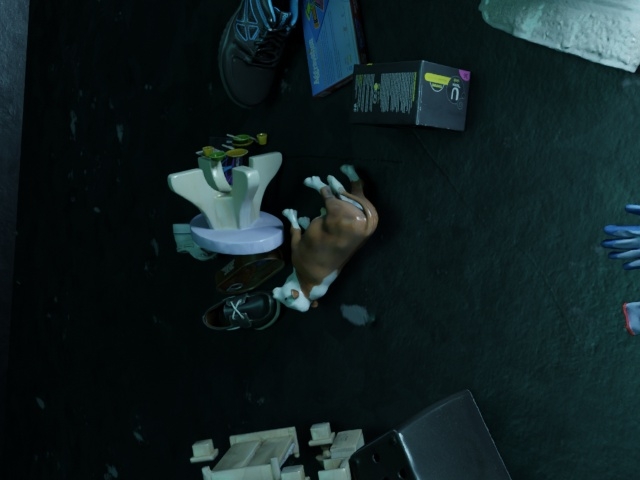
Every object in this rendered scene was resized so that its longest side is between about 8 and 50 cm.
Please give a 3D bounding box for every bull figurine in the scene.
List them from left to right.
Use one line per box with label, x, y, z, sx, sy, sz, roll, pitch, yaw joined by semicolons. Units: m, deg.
bull figurine;0.000;0.000;1.387;0.310;0.101;0.188;-45;56;40

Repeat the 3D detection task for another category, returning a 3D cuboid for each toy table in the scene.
toy table;-0.183;-0.084;1.516;0.274;0.252;0.161;13;117;45

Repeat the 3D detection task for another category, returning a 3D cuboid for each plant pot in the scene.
plant pot;0.160;0.368;1.156;0.188;0.167;0.187;-45;58;41

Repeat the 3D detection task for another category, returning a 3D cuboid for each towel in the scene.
towel;0.354;-0.364;1.018;0.282;0.049;0.187;37;118;42

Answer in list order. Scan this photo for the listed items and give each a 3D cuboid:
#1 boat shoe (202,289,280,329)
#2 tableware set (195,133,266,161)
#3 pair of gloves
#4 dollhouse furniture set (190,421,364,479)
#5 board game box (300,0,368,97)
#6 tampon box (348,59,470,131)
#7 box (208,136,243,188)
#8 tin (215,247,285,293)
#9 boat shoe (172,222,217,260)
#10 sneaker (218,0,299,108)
boat shoe;-0.174;0.160;1.608;0.233;0.079;0.084;-17;76;46
tableware set;-0.186;-0.205;1.564;0.104;0.154;0.024;28;130;48
pair of gloves;0.435;0.046;0.904;0.159;0.023;0.198;-10;102;53
dollhouse furniture set;-0.091;0.465;1.301;0.355;0.303;0.174;-11;90;9
board game box;0.019;-0.437;1.419;0.145;0.027;0.281;-17;77;47
tampon box;0.145;-0.238;1.203;0.161;0.120;0.102;12;100;48
box;-0.228;-0.162;1.703;0.116;0.029;0.162;11;97;49
tin;-0.153;0.065;1.563;0.189;0.106;0.040;-36;56;42
boat shoe;-0.273;0.005;1.709;0.267;0.096;0.088;5;98;50
sneaker;-0.121;-0.430;1.482;0.139;0.125;0.341;41;127;49
